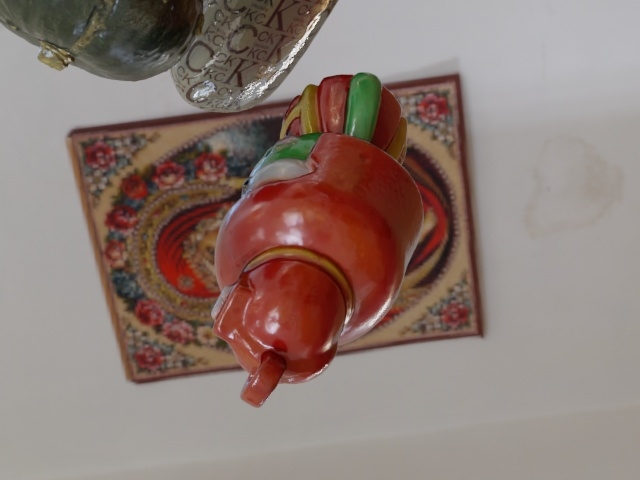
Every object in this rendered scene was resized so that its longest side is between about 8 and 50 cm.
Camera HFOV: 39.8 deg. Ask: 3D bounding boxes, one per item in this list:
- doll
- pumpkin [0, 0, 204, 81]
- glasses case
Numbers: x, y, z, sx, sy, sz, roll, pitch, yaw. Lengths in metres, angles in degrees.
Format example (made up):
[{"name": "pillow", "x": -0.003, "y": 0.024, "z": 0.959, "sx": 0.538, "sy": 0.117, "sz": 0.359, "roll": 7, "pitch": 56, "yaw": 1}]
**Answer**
[{"name": "doll", "x": -0.001, "y": -0.001, "z": 0.752, "sx": 0.183, "sy": 0.160, "sz": 0.363, "roll": -56, "pitch": 7, "yaw": 42}, {"name": "pumpkin", "x": -0.189, "y": -0.210, "z": 0.720, "sx": 0.190, "sy": 0.146, "sz": 0.190, "roll": 44, "pitch": 173, "yaw": 6}, {"name": "glasses case", "x": -0.040, "y": -0.279, "z": 0.924, "sx": 0.355, "sy": 0.137, "sz": 0.085, "roll": -54, "pitch": 53, "yaw": 32}]
